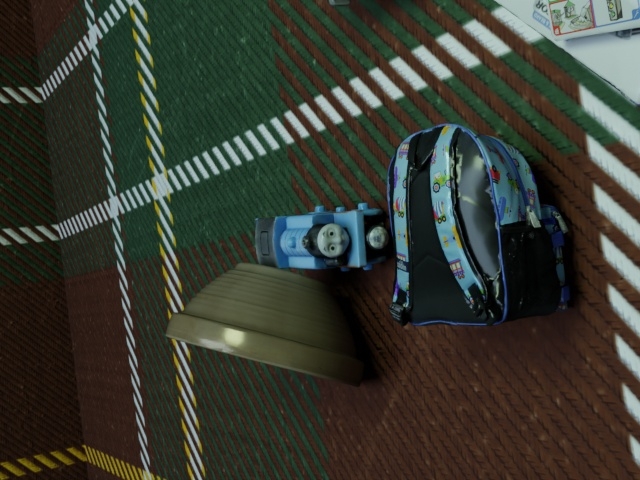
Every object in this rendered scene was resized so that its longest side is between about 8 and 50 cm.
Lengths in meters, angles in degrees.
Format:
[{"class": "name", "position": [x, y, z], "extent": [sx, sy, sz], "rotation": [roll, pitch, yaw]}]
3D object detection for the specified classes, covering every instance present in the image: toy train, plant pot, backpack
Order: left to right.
[{"class": "plant pot", "position": [-0.055, 0.094, 1.008], "extent": [0.237, 0.237, 0.109], "rotation": [1, 73, 59]}, {"class": "toy train", "position": [0.000, 0.000, 0.988], "extent": [0.184, 0.105, 0.080], "rotation": [0, 96, 60]}, {"class": "backpack", "position": [0.133, -0.015, 0.750], "extent": [0.158, 0.117, 0.173], "rotation": [-11, 86, 60]}]

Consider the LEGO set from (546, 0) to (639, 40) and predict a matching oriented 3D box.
[{"class": "LEGO set", "position": [0.216, -0.220, 0.462], "extent": [0.244, 0.060, 0.182], "rotation": [6, 112, 60]}]

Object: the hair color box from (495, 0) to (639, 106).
[{"class": "hair color box", "position": [0.243, -0.276, 0.527], "extent": [0.185, 0.110, 0.338], "rotation": [53, 136, 39]}]

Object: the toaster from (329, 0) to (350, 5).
[{"class": "toaster", "position": [0.020, -0.362, 0.866], "extent": [0.146, 0.129, 0.227], "rotation": [-10, 88, 62]}]
